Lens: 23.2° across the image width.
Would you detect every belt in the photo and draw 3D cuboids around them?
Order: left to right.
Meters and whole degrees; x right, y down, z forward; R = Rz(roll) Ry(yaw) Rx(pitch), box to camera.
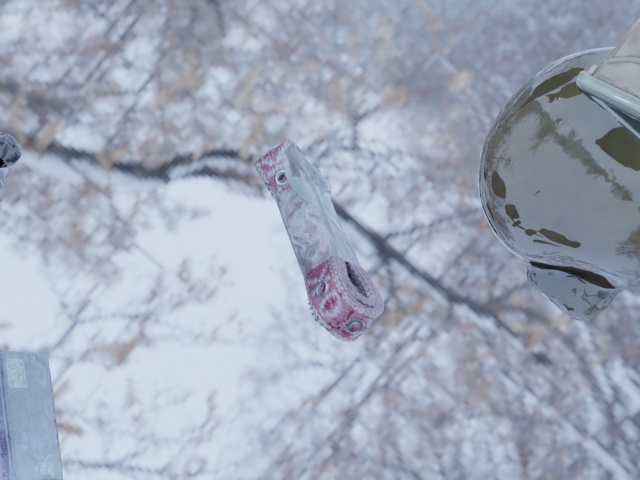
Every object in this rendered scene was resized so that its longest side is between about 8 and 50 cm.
[{"bbox_3d":[0.000,0.000,1.506,0.071,0.053,0.232,20,-145,-42],"label":"belt"}]

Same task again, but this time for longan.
[{"bbox_3d":[0.203,-0.038,1.122,0.185,0.204,0.159,3,-157,-10],"label":"longan"}]

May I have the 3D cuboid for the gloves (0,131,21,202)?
[{"bbox_3d":[-0.373,-0.079,1.603,0.285,0.142,0.119,-173,64,-85],"label":"gloves"}]

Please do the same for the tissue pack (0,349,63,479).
[{"bbox_3d":[-0.341,0.204,1.755,0.112,0.051,0.156,20,-121,-69],"label":"tissue pack"}]

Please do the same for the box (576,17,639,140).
[{"bbox_3d":[0.224,-0.081,0.929,0.089,0.062,0.122,32,-175,-39],"label":"box"}]
